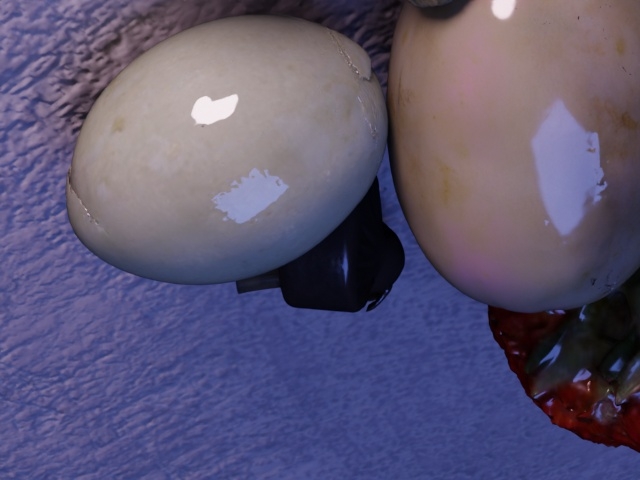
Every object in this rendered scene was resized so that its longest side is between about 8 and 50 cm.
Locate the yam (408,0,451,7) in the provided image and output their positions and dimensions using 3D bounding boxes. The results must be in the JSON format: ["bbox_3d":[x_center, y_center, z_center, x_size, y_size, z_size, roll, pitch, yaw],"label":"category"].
[{"bbox_3d":[-0.003,-0.298,1.052,0.083,0.083,0.371,-29,130,9],"label":"yam"}]

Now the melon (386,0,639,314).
[{"bbox_3d":[0.160,-0.091,1.264,0.223,0.223,0.317,-12,117,-10],"label":"melon"}]

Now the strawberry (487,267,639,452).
[{"bbox_3d":[0.322,0.064,1.500,0.312,0.267,0.351,-13,160,19],"label":"strawberry"}]

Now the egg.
[{"bbox_3d":[-0.069,-0.065,1.236,0.253,0.186,0.186,-29,139,7],"label":"egg"}]

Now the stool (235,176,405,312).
[{"bbox_3d":[0.000,0.000,1.403,0.121,0.125,0.217,3,169,14],"label":"stool"}]
